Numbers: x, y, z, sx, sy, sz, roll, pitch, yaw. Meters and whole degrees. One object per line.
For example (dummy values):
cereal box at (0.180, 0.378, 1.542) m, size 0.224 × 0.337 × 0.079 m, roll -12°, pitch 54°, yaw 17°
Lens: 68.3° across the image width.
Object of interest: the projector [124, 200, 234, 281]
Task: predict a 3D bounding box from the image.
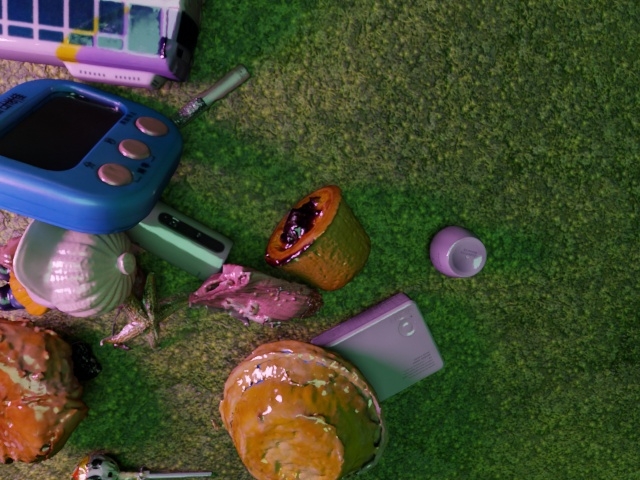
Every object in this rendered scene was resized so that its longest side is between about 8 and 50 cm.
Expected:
projector at (-0.346, -0.031, 0.964) m, size 0.338 × 0.108 × 0.108 m, roll 30°, pitch 95°, yaw -11°

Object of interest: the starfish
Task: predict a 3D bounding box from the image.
starfish at (-0.354, 0.158, 0.991) m, size 0.217 × 0.050 × 0.223 m, roll -31°, pitch 142°, yaw -35°

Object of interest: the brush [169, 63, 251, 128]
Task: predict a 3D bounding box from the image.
brush at (-0.227, -0.298, 0.972) m, size 0.190 × 0.027 × 0.034 m, roll -37°, pitch 104°, yaw -1°

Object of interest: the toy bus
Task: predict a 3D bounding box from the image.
toy bus at (-0.434, -0.413, 0.831) m, size 0.441 × 0.209 × 0.249 m, roll 5°, pitch 101°, yaw -8°

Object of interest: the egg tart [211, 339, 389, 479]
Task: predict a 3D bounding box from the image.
egg tart at (-0.050, 0.401, 1.005) m, size 0.388 × 0.169 × 0.387 m, roll 4°, pitch 113°, yaw 11°

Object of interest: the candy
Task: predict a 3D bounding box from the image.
candy at (-0.404, 0.537, 1.085) m, size 0.306 × 0.083 × 0.091 m, roll 5°, pitch 104°, yaw -16°

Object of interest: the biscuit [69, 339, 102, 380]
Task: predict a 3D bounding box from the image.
biscuit at (-0.522, 0.265, 1.034) m, size 0.089 × 0.027 × 0.087 m, roll 24°, pitch 98°, yaw -9°

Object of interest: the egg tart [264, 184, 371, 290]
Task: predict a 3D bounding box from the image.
egg tart at (0.000, 0.000, 0.972) m, size 0.171 × 0.215 × 0.215 m, roll 41°, pitch 93°, yaw -23°

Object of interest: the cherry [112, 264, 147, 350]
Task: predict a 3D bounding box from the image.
cherry at (-0.414, 0.131, 1.000) m, size 0.107 × 0.090 × 0.225 m, roll -8°, pitch 114°, yaw -11°

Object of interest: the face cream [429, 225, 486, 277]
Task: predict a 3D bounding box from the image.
face cream at (0.308, 0.027, 1.061) m, size 0.117 × 0.104 × 0.117 m, roll -1°, pitch 101°, yaw -6°

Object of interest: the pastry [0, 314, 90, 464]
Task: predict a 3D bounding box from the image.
pastry at (-0.599, 0.287, 0.951) m, size 0.255 × 0.162 × 0.310 m, roll -18°, pitch 98°, yaw 20°

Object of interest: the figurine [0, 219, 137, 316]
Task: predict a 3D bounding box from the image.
figurine at (-0.479, 0.056, 0.887) m, size 0.205 × 0.332 × 0.185 m, roll -3°, pitch 83°, yaw -41°

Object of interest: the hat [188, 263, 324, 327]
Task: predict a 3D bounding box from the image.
hat at (-0.111, 0.128, 0.987) m, size 0.287 × 0.237 × 0.107 m, roll 15°, pitch 65°, yaw -39°

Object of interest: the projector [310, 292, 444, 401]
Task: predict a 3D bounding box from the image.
projector at (0.128, 0.259, 1.084) m, size 0.257 × 0.099 × 0.191 m, roll -28°, pitch 101°, yaw -2°

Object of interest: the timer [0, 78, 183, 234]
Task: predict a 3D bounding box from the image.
timer at (-0.423, -0.155, 0.832) m, size 0.309 × 0.340 × 0.115 m, roll 19°, pitch 128°, yaw -11°
